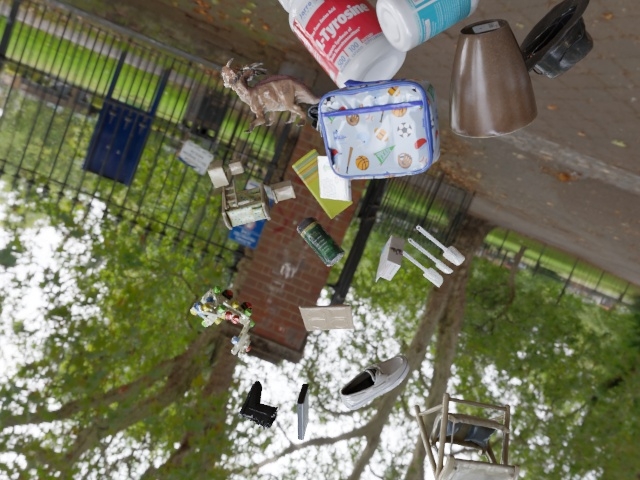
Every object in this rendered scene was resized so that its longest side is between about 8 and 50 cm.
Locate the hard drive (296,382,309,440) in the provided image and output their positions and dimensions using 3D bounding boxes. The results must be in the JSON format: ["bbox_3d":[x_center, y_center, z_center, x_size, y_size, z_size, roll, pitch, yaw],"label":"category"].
[{"bbox_3d":[-0.051,0.506,1.599,0.022,0.135,0.094,4,-157,8],"label":"hard drive"}]

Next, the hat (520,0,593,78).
[{"bbox_3d":[0.686,-0.557,1.525,0.134,0.331,0.331,33,-175,-6],"label":"hat"}]

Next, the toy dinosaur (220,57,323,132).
[{"bbox_3d":[-0.134,-0.420,1.521,0.296,0.200,0.127,-6,-159,2],"label":"toy dinosaur"}]

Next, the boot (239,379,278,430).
[{"bbox_3d":[-0.166,0.470,1.543,0.099,0.121,0.045,13,151,25],"label":"boot"}]

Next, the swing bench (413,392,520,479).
[{"bbox_3d":[0.430,0.609,1.588,0.253,0.254,0.165,16,145,-22],"label":"swing bench"}]

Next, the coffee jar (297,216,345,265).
[{"bbox_3d":[0.000,0.000,1.911,0.184,0.079,0.096,49,-169,12],"label":"coffee jar"}]

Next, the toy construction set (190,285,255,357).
[{"bbox_3d":[-0.376,0.317,2.211,0.327,0.151,0.215,53,-165,-29],"label":"toy construction set"}]

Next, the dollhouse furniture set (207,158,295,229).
[{"bbox_3d":[-0.167,-0.131,1.348,0.182,0.160,0.101,-15,-138,3],"label":"dollhouse furniture set"}]

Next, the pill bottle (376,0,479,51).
[{"bbox_3d":[0.280,-0.584,1.314,0.146,0.264,0.146,59,175,8],"label":"pill bottle"}]

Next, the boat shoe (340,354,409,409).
[{"bbox_3d":[0.182,0.463,1.828,0.096,0.268,0.088,52,168,49],"label":"boat shoe"}]

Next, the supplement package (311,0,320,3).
[{"bbox_3d":[0.056,-0.759,1.435,0.244,0.138,0.134,-13,168,20],"label":"supplement package"}]

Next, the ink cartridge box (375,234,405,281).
[{"bbox_3d":[0.274,0.081,2.119,0.062,0.104,0.181,22,-132,-3],"label":"ink cartridge box"}]

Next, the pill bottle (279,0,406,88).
[{"bbox_3d":[0.053,-0.647,1.636,0.407,0.229,0.229,53,-166,13],"label":"pill bottle"}]

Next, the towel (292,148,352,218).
[{"bbox_3d":[0.008,-0.198,1.902,0.237,0.102,0.021,53,-179,-13],"label":"towel"}]

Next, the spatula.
[{"bbox_3d":[0.445,0.056,2.194,0.242,0.168,0.019,39,-163,-4],"label":"spatula"}]

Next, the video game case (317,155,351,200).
[{"bbox_3d":[0.045,-0.206,1.780,0.019,0.143,0.157,-12,-166,-34],"label":"video game case"}]

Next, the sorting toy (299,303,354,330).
[{"bbox_3d":[0.028,0.291,2.083,0.193,0.038,0.208,-3,146,8],"label":"sorting toy"}]

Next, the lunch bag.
[{"bbox_3d":[0.138,-0.280,1.342,0.304,0.243,0.115,1,-157,29],"label":"lunch bag"}]

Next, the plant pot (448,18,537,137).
[{"bbox_3d":[0.406,-0.402,1.309,0.216,0.230,0.215,-12,-147,8],"label":"plant pot"}]

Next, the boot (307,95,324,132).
[{"bbox_3d":[0.056,-0.433,2.066,0.246,0.094,0.207,48,-154,-16],"label":"boot"}]
